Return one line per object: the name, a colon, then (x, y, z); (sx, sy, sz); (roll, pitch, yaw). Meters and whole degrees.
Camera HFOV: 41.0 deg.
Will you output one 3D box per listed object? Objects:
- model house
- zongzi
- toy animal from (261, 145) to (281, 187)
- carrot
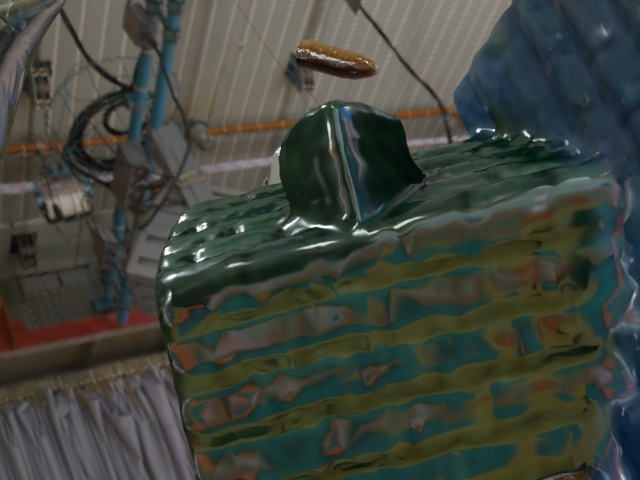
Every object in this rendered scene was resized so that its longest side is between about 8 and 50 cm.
model house: (0.135, 0.011, 0.575); (0.445, 0.395, 0.400); (-16, -29, 6)
zongzi: (-0.368, -0.185, 1.025); (0.204, 0.205, 0.094); (-21, -3, -23)
toy animal: (0.000, 0.000, 1.029); (0.156, 0.204, 0.208); (0, -45, -19)
carrot: (0.028, -0.258, 1.249); (0.048, 0.139, 0.048); (-30, -49, -41)
